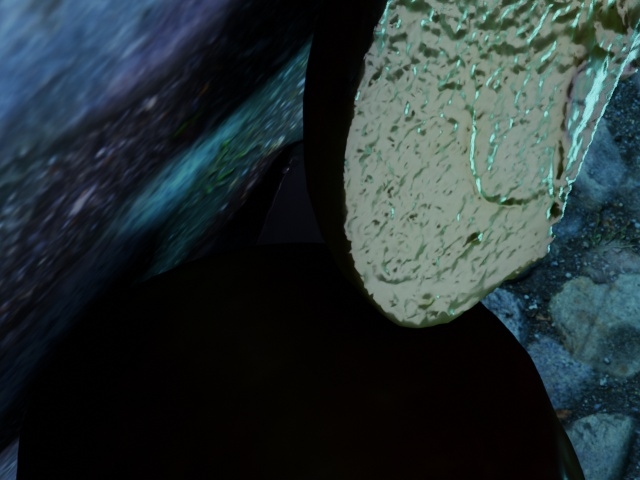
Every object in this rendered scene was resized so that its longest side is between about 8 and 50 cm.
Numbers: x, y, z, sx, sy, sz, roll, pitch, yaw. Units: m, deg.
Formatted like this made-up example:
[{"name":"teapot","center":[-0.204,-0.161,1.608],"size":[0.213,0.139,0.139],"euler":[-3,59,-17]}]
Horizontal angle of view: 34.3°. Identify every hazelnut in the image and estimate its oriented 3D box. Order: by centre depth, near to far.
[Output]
[{"name":"hazelnut","center":[0.002,0.209,0.709],"size":[0.402,0.429,0.402],"euler":[-14,172,-2]}]

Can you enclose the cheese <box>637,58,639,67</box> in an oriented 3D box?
[{"name":"cheese","center":[0.369,-0.270,0.933],"size":[0.233,0.127,0.266],"euler":[-5,134,-55]}]

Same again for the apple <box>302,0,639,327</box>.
[{"name":"apple","center":[0.094,-0.125,0.592],"size":[0.254,0.179,0.346],"euler":[-75,-174,-70]}]

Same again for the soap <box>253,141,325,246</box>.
[{"name":"soap","center":[0.004,0.039,1.031],"size":[0.296,0.107,0.285],"euler":[-68,170,16]}]

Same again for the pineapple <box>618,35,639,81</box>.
[{"name":"pineapple","center":[0.238,-0.294,0.804],"size":[0.361,0.175,0.175],"euler":[-63,175,-2]}]
